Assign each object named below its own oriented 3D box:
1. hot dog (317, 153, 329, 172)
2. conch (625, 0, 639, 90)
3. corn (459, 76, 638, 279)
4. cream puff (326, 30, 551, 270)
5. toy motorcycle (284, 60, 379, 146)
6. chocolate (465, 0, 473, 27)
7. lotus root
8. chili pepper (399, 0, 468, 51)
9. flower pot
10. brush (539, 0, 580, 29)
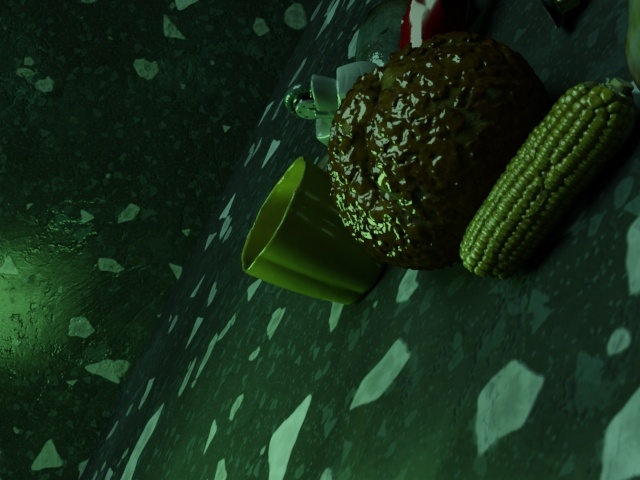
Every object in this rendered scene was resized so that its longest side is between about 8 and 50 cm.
[{"bbox_3d":[0.008,-0.099,1.607,0.268,0.075,0.144,-46,17,56],"label":"hot dog"},{"bbox_3d":[0.322,-0.270,0.741,0.255,0.127,0.158,-66,16,-11],"label":"conch"},{"bbox_3d":[0.218,-0.058,0.810,0.238,0.080,0.080,-55,16,21],"label":"corn"},{"bbox_3d":[0.124,-0.115,0.974,0.303,0.212,0.303,-50,19,24],"label":"cream puff"},{"bbox_3d":[0.079,-0.171,1.175,0.170,0.260,0.110,-22,55,35],"label":"toy motorcycle"},{"bbox_3d":[0.225,-0.406,1.423,0.072,0.072,0.167,-52,15,34],"label":"chocolate"},{"bbox_3d":[0.121,-0.305,1.462,0.158,0.139,0.322,-46,24,46],"label":"lotus root"},{"bbox_3d":[0.182,-0.337,1.306,0.110,0.110,0.388,174,109,-73],"label":"chili pepper"},{"bbox_3d":[0.000,0.000,1.244,0.195,0.179,0.195,-54,16,23],"label":"flower pot"},{"bbox_3d":[0.303,-0.357,1.111,0.060,0.068,0.297,-34,23,20],"label":"brush"}]
